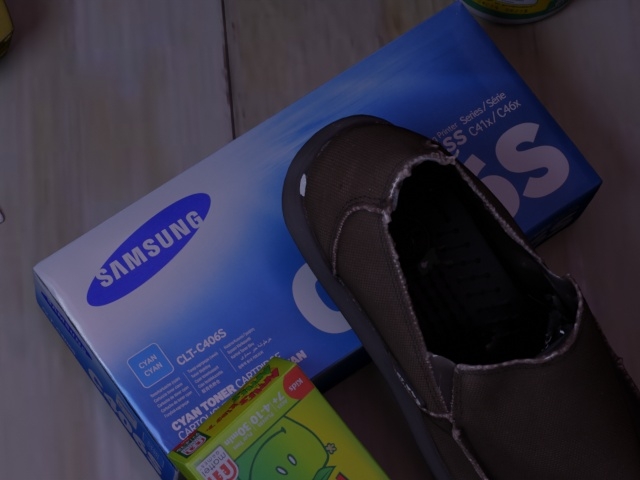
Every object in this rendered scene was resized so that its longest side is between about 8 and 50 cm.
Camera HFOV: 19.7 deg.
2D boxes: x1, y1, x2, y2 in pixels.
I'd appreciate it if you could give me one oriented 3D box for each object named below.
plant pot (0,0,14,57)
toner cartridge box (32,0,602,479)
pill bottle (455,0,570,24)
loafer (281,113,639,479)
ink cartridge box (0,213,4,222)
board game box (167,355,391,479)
[{"bbox_3d":[-0.255,-0.149,1.253,0.083,0.081,0.081,42,71,-3],"label":"plant pot"},{"bbox_3d":[0.000,0.000,1.223,0.348,0.075,0.165,-34,77,-16],"label":"toner cartridge box"},{"bbox_3d":[0.146,-0.242,1.255,0.117,0.208,0.117,2,70,-5],"label":"pill bottle"},{"bbox_3d":[0.114,0.083,1.127,0.134,0.130,0.366,-44,104,-13],"label":"loafer"},{"bbox_3d":[-0.352,-0.048,1.230,0.181,0.056,0.225,-39,97,-17],"label":"ink cartridge box"},{"bbox_3d":[0.000,0.170,1.136,0.092,0.043,0.181,-42,106,-14],"label":"board game box"}]
